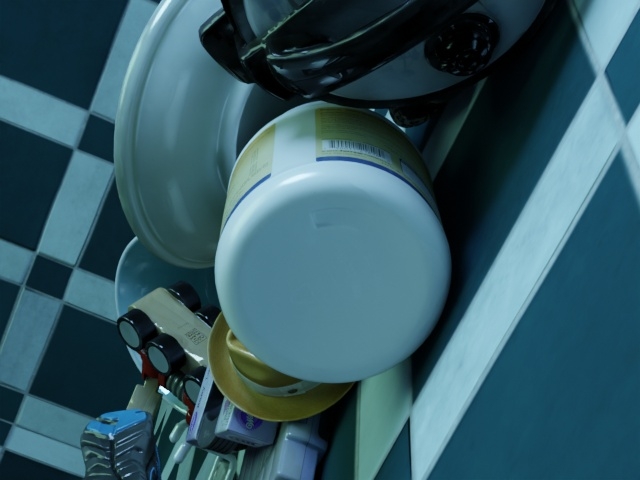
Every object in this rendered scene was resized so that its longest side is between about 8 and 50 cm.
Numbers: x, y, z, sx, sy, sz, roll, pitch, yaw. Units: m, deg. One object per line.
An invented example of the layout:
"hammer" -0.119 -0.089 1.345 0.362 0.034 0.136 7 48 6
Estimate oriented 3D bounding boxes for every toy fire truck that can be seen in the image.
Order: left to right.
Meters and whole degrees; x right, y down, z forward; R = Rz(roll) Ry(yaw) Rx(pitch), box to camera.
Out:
"toy fire truck" -0.209 0.222 1.999 0.158 0.217 0.246 -34 -31 -35

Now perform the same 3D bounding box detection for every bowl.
"bowl" -0.154 0.107 2.104 0.163 0.311 0.311 -25 -28 -46

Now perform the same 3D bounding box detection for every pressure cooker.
"pressure cooker" 0.064 -0.345 1.388 0.420 0.375 0.370 -102 19 -44

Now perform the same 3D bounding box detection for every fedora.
"fedora" -0.044 0.113 1.573 0.079 0.194 0.194 58 -131 -66

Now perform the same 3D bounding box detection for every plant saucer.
"plant saucer" -0.078 -0.147 1.639 0.400 0.100 0.400 -33 -48 -46

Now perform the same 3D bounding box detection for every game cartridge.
"game cartridge" -0.040 0.232 1.723 0.230 0.068 0.355 -57 14 38

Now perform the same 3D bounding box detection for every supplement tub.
"supplement tub" 0.012 -0.014 1.428 0.316 0.228 0.228 -90 23 -69

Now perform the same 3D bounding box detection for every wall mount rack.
"wall mount rack" -0.228 0.442 2.121 0.350 0.130 0.304 -174 105 -82

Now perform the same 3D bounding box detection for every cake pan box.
"cake pan box" -0.086 0.144 1.743 0.246 0.070 0.267 145 143 -71

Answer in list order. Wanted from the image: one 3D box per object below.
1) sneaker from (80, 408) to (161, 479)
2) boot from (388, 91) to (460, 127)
"sneaker" -0.249 0.340 1.685 0.341 0.125 0.140 -75 -26 -68
"boot" 0.151 -0.255 1.660 0.178 0.085 0.236 133 159 -75
